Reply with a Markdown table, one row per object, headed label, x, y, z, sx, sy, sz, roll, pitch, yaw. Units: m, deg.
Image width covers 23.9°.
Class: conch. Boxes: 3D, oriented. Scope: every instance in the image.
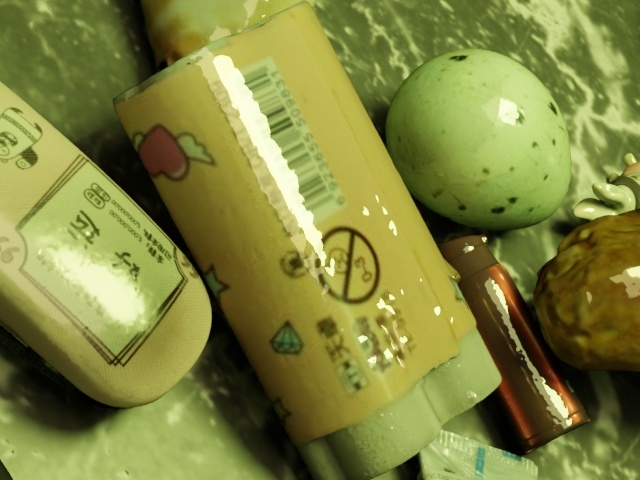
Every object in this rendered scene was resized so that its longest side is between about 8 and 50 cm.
| label | x | y | z | sx | sy | sz | roll | pitch | yaw |
| --- | --- | --- | --- | --- | --- | --- | --- | --- | --- |
| conch | -0.050 | -0.211 | 1.092 | 0.158 | 0.127 | 0.255 | 12 | 59 | -30 |

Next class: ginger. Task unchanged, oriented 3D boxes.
| label | x | y | z | sx | sy | sz | roll | pitch | yaw |
| --- | --- | --- | --- | --- | --- | --- | --- | --- | --- |
| ginger | 0.293 | 0.048 | 1.144 | 0.321 | 0.165 | 0.172 | 23 | 79 | -31 |

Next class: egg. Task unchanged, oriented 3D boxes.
| label | x | y | z | sx | sy | sz | roll | pitch | yaw |
| --- | --- | --- | --- | --- | --- | --- | --- | --- | --- |
| egg | 0.122 | -0.069 | 1.140 | 0.164 | 0.131 | 0.131 | 48 | 43 | -34 |

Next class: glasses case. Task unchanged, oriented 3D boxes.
| label | x | y | z | sx | sy | sz | roll | pitch | yaw |
| --- | --- | --- | --- | --- | --- | --- | --- | --- | --- |
| glasses case | -0.199 | -0.023 | 0.914 | 0.314 | 0.075 | 0.122 | 42 | 50 | -7 |

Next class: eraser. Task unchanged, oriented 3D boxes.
| label | x | y | z | sx | sy | sz | roll | pitch | yaw |
| --- | --- | --- | --- | --- | --- | --- | --- | --- | --- |
| eraser | 0.000 | 0.000 | 0.996 | 0.171 | 0.087 | 0.291 | -32 | 96 | -39 |

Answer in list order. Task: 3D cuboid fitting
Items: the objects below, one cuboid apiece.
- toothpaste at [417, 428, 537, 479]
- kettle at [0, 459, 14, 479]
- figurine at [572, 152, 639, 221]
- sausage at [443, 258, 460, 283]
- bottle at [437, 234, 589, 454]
| label | x | y | z | sx | sy | sz | roll | pitch | yaw |
| --- | --- | --- | --- | --- | --- | --- | --- | --- | --- |
| toothpaste | 0.114 | 0.265 | 0.979 | 0.114 | 0.073 | 0.299 | 21 | 48 | -29 |
| kettle | -0.281 | 0.076 | 0.723 | 0.250 | 0.207 | 0.271 | -32 | 77 | -35 |
| figurine | 0.265 | -0.023 | 1.254 | 0.146 | 0.081 | 0.098 | 21 | 10 | -18 |
| sausage | 0.055 | -0.004 | 1.097 | 0.026 | 0.026 | 0.116 | -27 | 65 | -41 |
| bottle | 0.132 | 0.072 | 1.104 | 0.060 | 0.060 | 0.164 | -18 | 75 | -40 |
